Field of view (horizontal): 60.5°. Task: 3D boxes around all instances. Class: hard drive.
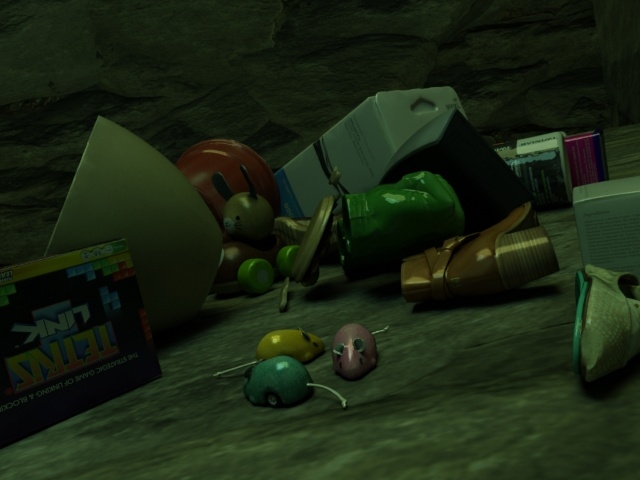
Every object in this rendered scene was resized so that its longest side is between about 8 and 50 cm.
[{"bbox_3d":[0.173,-0.072,0.778,0.054,0.172,0.254,-43,2,-15],"label":"hard drive"}]

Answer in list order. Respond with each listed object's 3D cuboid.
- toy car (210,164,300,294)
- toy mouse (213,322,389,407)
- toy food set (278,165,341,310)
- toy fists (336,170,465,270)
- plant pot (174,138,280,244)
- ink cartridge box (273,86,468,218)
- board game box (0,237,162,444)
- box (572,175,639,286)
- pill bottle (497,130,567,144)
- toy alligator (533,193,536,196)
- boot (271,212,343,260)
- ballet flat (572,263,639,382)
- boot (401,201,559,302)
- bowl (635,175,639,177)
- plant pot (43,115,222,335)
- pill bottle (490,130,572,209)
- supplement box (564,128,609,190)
[{"bbox_3d":[-0.126,-0.020,0.864,0.149,0.189,0.155,-20,11,-43],"label":"toy car"},{"bbox_3d":[-0.007,0.096,0.444,0.160,0.031,0.143,-15,8,-13],"label":"toy mouse"},{"bbox_3d":[0.000,0.000,0.713,0.038,0.192,0.132,23,9,-5],"label":"toy food set"},{"bbox_3d":[0.098,-0.022,0.717,0.142,0.096,0.279,-7,-10,-2],"label":"toy fists"},{"bbox_3d":[-0.251,-0.058,1.156,0.272,0.273,0.265,-11,16,15],"label":"plant pot"},{"bbox_3d":[0.107,-0.165,1.226,0.285,0.166,0.395,-19,-7,-40],"label":"ink cartridge box"},{"bbox_3d":[-0.243,0.086,0.490,0.170,0.141,0.048,-19,9,-38],"label":"board game box"},{"bbox_3d":[0.294,-0.011,0.509,0.101,0.087,0.101,-8,9,27],"label":"box"},{"bbox_3d":[0.475,-0.169,1.201,0.214,0.117,0.117,-9,9,25],"label":"pill bottle"},{"bbox_3d":[0.260,-0.040,0.908,0.189,0.056,0.051,-10,49,16],"label":"toy alligator"},{"bbox_3d":[0.032,-0.004,0.991,0.206,0.090,0.248,-4,-2,-45],"label":"boot"},{"bbox_3d":[0.202,0.048,0.376,0.052,0.057,0.168,2,14,25],"label":"ballet flat"},{"bbox_3d":[0.168,0.015,0.607,0.152,0.073,0.197,-17,1,18],"label":"boot"},{"bbox_3d":[0.453,-0.056,0.695,0.141,0.053,0.142,-16,8,-23],"label":"bowl"},{"bbox_3d":[-0.237,0.014,0.693,0.190,0.284,0.284,21,-7,-24],"label":"plant pot"},{"bbox_3d":[0.319,-0.110,1.000,0.245,0.131,0.130,-8,9,28],"label":"pill bottle"},{"bbox_3d":[0.437,-0.139,1.076,0.220,0.114,0.111,-6,11,32],"label":"supplement box"}]
